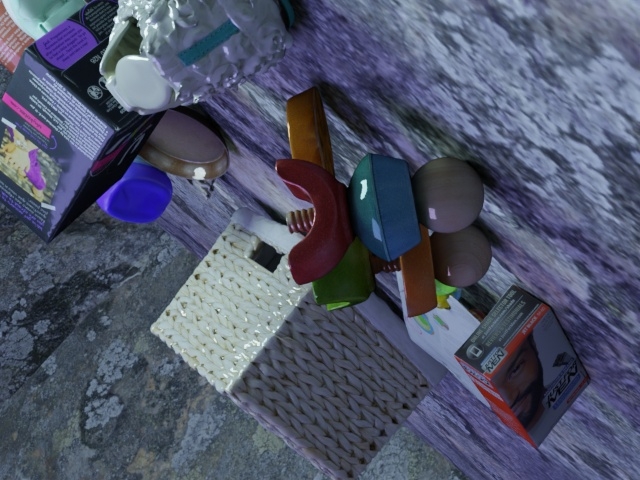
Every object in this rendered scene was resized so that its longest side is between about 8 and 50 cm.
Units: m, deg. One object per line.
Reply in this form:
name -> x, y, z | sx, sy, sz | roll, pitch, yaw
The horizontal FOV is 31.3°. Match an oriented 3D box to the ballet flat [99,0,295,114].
ballet flat -> -0.140, -0.177, 1.032 | 0.147, 0.147, 0.409 | 44, 172, -13

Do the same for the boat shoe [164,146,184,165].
boat shoe -> -0.259, -0.185, 1.702 | 0.227, 0.081, 0.079 | 43, 171, -20

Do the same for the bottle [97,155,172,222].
bottle -> -0.323, -0.145, 1.783 | 0.118, 0.092, 0.283 | 15, -150, -38

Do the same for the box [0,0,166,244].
box -> -0.298, -0.146, 1.407 | 0.143, 0.165, 0.270 | 43, 138, -2

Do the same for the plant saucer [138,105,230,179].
plant saucer -> -0.204, -0.147, 1.634 | 0.168, 0.029, 0.168 | 16, 151, 9

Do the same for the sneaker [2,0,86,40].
sneaker -> -0.304, -0.270, 1.494 | 0.151, 0.094, 0.256 | 15, 149, 49

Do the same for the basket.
basket -> -0.037, 0.168, 1.838 | 0.331, 0.266, 0.328 | 43, 172, -33

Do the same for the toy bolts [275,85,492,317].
toy bolts -> 0.058, -0.044, 0.971 | 0.228, 0.158, 0.218 | 32, -131, -81

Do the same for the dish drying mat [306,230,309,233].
dish drying mat -> 0.000, 0.000, 1.715 | 0.083, 0.008, 0.032 | 43, 173, -3

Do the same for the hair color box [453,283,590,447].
hair color box -> 0.203, 0.128, 1.132 | 0.053, 0.093, 0.167 | 34, 169, 41

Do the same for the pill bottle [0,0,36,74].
pill bottle -> -0.467, -0.323, 1.821 | 0.216, 0.121, 0.121 | 45, 171, -13

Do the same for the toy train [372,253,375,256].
toy train -> 0.017, -0.035, 1.392 | 0.158, 0.027, 0.036 | 44, 168, -14

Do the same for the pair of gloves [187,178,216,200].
pair of gloves -> -0.251, -0.164, 1.888 | 0.204, 0.042, 0.240 | 45, 171, 6

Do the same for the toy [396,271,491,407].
toy -> 0.154, 0.091, 1.307 | 0.137, 0.056, 0.237 | 42, 168, 28
